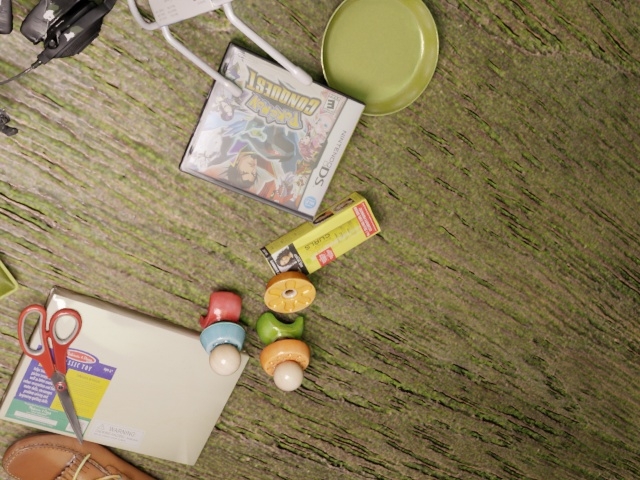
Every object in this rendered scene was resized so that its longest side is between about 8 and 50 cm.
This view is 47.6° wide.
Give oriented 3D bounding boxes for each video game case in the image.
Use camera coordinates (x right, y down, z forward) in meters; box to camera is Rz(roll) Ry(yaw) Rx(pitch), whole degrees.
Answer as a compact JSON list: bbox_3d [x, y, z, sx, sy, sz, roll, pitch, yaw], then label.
[{"bbox_3d":[-0.088,-0.194,1.342,0.275,0.035,0.248,21,104,-18],"label":"video game case"}]

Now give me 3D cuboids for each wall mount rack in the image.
[{"bbox_3d":[-0.162,-0.364,1.125,0.130,0.350,0.304,-28,111,-33],"label":"wall mount rack"}]

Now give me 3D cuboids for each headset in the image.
[{"bbox_3d":[-0.443,-0.353,1.091,0.243,0.185,0.394,17,91,-24],"label":"headset"}]

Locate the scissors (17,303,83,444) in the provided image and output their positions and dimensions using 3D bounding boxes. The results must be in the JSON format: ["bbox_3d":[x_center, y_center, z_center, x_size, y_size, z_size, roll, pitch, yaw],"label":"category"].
[{"bbox_3d":[-0.493,0.252,1.334,0.109,0.021,0.297,-3,111,-21],"label":"scissors"}]

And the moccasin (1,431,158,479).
[{"bbox_3d":[-0.446,0.500,1.424,0.139,0.147,0.380,-41,118,7],"label":"moccasin"}]

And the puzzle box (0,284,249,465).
[{"bbox_3d":[-0.377,0.273,1.422,0.409,0.052,0.272,24,100,-26],"label":"puzzle box"}]

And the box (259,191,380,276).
[{"bbox_3d":[0.000,0.000,1.457,0.232,0.058,0.087,-30,116,-8],"label":"box"}]

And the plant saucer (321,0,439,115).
[{"bbox_3d":[0.109,-0.359,1.376,0.241,0.037,0.241,-7,111,-18],"label":"plant saucer"}]

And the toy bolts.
[{"bbox_3d":[-0.113,0.181,1.394,0.228,0.158,0.218,6,133,-19],"label":"toy bolts"}]

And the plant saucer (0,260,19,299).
[{"bbox_3d":[-0.650,0.048,1.241,0.188,0.045,0.188,-30,117,-8],"label":"plant saucer"}]
